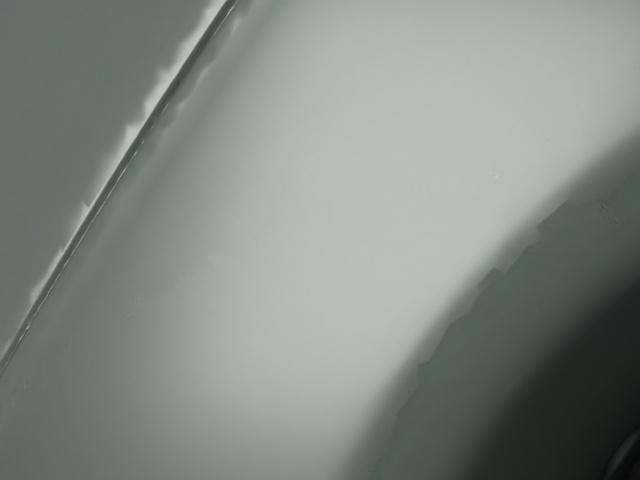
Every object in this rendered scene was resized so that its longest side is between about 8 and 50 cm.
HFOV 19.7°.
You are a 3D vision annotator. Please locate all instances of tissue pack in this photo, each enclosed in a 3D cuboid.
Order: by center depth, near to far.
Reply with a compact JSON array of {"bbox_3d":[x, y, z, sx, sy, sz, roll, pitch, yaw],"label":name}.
[{"bbox_3d":[0.000,0.000,0.479,0.236,0.229,0.333,35,96,20],"label":"tissue pack"}]
